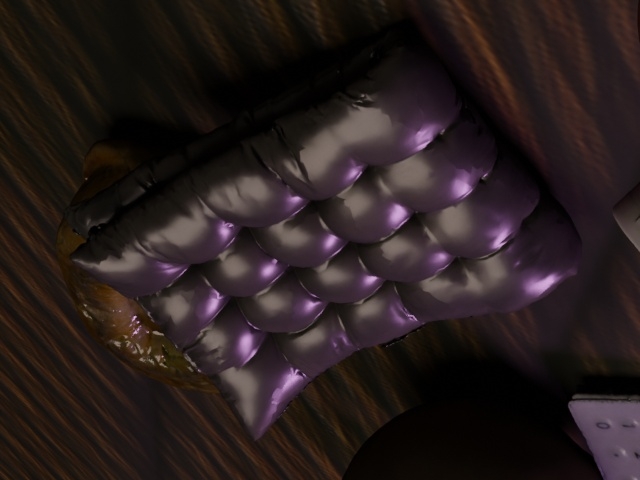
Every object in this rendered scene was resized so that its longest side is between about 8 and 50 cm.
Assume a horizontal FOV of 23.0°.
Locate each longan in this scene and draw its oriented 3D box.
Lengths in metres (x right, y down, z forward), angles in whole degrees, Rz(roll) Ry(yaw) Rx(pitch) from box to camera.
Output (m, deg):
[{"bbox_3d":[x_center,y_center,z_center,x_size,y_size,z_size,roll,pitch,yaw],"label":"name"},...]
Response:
[{"bbox_3d":[0.135,0.259,1.394,0.258,0.258,0.258,23,152,13],"label":"longan"}]

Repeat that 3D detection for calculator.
[{"bbox_3d":[0.335,0.182,1.252,0.261,0.021,0.161,-4,122,43],"label":"calculator"}]

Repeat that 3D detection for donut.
[{"bbox_3d":[-0.118,0.028,1.357,0.208,0.128,0.261,16,150,21],"label":"donut"}]

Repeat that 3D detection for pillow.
[{"bbox_3d":[0.000,0.000,1.138,0.326,0.101,0.228,-28,123,28],"label":"pillow"}]

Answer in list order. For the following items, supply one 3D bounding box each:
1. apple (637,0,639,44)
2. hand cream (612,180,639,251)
[{"bbox_3d":[0.236,-0.107,0.796,0.153,0.120,0.153,23,151,13],"label":"apple"},{"bbox_3d":[0.263,-0.099,0.693,0.111,0.070,0.312,41,107,-16],"label":"hand cream"}]
